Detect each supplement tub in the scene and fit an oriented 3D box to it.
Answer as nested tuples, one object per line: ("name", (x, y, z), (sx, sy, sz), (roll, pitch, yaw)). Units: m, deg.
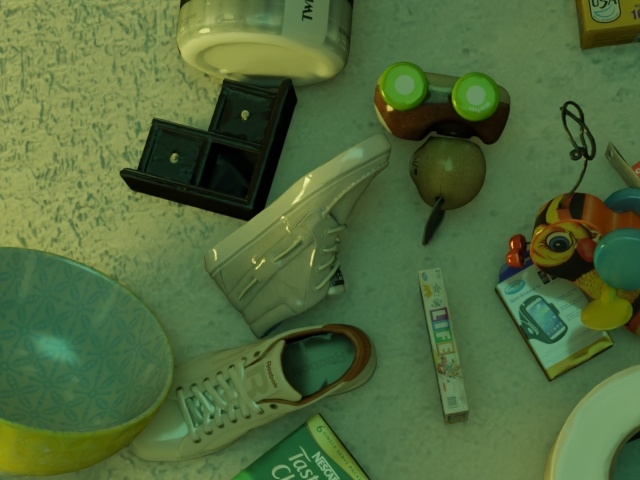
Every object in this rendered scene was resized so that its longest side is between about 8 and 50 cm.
("supplement tub", (-0.052, -0.344, 1.769), (0.193, 0.193, 0.316), (3, 79, 5))

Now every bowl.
("bowl", (-0.313, 0.155, 1.678), (0.289, 0.289, 0.156), (31, 123, 10))

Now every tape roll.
("tape roll", (0.351, 0.253, 1.614), (0.246, 0.169, 0.246), (-1, 78, 4))

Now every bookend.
("bookend", (-0.123, -0.117, 1.785), (0.156, 0.072, 0.157), (16, 79, 8))

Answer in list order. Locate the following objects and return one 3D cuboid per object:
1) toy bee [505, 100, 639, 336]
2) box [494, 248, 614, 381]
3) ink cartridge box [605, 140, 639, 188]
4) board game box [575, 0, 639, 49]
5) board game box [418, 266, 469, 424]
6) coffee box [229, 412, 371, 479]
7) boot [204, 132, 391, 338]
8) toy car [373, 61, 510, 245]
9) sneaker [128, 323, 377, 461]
("toy bee", (0.289, 0.003, 1.684), (0.162, 0.195, 0.298), (-28, 94, 32))
("box", (0.251, 0.076, 1.736), (0.081, 0.028, 0.136), (-29, 74, -2))
("ink cartridge box", (0.360, -0.065, 1.739), (0.029, 0.063, 0.115), (-35, 77, -3))
("board game box", (0.396, -0.390, 1.809), (0.242, 0.064, 0.317), (-8, 77, 3))
("board game box", (0.131, 0.114, 1.696), (0.026, 0.103, 0.154), (-10, 77, 2))
("coffee box", (-0.040, 0.283, 1.704), (0.184, 0.040, 0.113), (-36, 77, -4))
("boot", (0.000, 0.000, 1.718), (0.258, 0.095, 0.123), (-37, 84, 25))
("toy car", (0.122, -0.088, 1.729), (0.149, 0.155, 0.188), (9, 91, 7))
("sneaker", (-0.083, 0.152, 1.697), (0.290, 0.123, 0.106), (-23, 78, 0))
